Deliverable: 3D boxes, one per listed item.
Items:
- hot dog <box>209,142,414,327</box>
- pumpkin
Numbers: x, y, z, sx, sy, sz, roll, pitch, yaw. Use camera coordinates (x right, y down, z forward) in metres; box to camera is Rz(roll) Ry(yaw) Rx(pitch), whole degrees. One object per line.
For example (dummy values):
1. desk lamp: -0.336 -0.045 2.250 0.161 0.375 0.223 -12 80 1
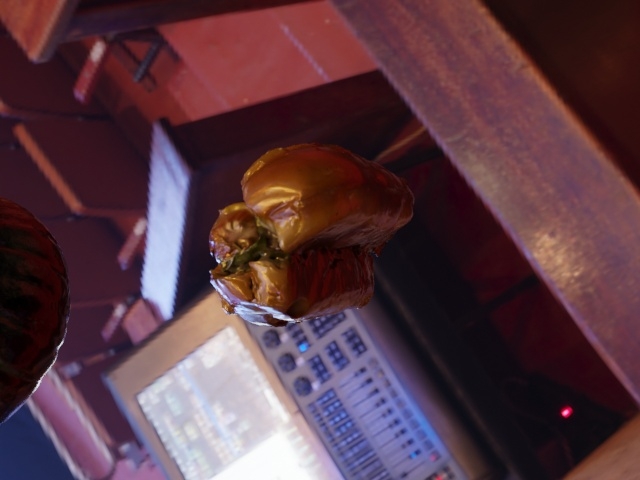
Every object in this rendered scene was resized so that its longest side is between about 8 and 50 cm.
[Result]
1. hot dog: 0.000 0.000 0.672 0.072 0.269 0.115 22 92 12
2. pumpkin: -0.284 0.054 0.857 0.202 0.140 0.202 -17 57 28
